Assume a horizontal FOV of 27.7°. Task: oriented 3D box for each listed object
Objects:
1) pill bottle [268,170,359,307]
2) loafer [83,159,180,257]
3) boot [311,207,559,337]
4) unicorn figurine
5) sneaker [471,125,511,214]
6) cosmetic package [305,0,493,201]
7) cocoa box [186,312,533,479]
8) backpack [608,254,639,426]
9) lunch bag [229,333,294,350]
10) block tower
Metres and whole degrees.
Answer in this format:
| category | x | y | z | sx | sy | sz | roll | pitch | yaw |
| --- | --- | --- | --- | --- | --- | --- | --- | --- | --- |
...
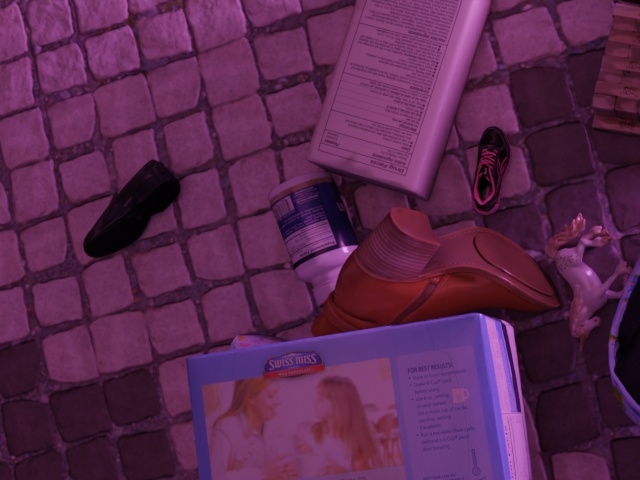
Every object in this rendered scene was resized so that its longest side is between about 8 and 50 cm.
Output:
| category | x | y | z | sx | sy | sz | roll | pitch | yaw |
| --- | --- | --- | --- | --- | --- | --- | --- | --- | --- |
| pill bottle | 0.000 | 0.000 | 1.742 | 0.094 | 0.094 | 0.169 | -23 | 79 | 12 |
| loafer | -0.275 | -0.044 | 1.849 | 0.170 | 0.062 | 0.061 | -40 | 54 | 5 |
| boot | 0.146 | 0.087 | 1.677 | 0.220 | 0.283 | 0.109 | -56 | 33 | 32 |
| unicorn figurine | 0.346 | 0.055 | 1.666 | 0.111 | 0.060 | 0.162 | -34 | 60 | 10 |
| sneaker | 0.223 | -0.095 | 1.710 | 0.047 | 0.057 | 0.119 | 5 | 84 | 18 |
| cosmetic package | 0.110 | -0.224 | 1.726 | 0.160 | 0.113 | 0.309 | 19 | 90 | 17 |
| cocoa box | 0.052 | 0.222 | 1.486 | 0.347 | 0.228 | 0.231 | -10 | 81 | 14 |
| backpack | 0.493 | 0.085 | 1.535 | 0.290 | 0.273 | 0.355 | 31 | 71 | 14 |
| lunch bag | -0.079 | 0.154 | 1.754 | 0.071 | 0.083 | 0.053 | 7 | 86 | 15 |
| block tower | 0.426 | -0.303 | 1.656 | 0.091 | 0.097 | 0.335 | 12 | 89 | 17 |
